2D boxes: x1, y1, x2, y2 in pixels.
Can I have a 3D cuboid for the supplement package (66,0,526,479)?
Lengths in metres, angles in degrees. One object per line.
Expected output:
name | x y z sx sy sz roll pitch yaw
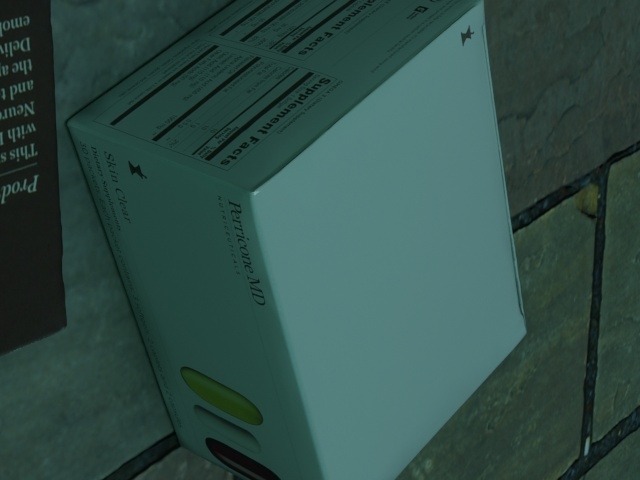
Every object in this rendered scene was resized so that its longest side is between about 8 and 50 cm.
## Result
supplement package | 0.000 0.000 0.867 0.204 0.145 0.262 -42 135 -32

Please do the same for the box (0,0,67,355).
box | -0.215 -0.053 0.546 0.168 0.167 0.203 -23 124 -45
